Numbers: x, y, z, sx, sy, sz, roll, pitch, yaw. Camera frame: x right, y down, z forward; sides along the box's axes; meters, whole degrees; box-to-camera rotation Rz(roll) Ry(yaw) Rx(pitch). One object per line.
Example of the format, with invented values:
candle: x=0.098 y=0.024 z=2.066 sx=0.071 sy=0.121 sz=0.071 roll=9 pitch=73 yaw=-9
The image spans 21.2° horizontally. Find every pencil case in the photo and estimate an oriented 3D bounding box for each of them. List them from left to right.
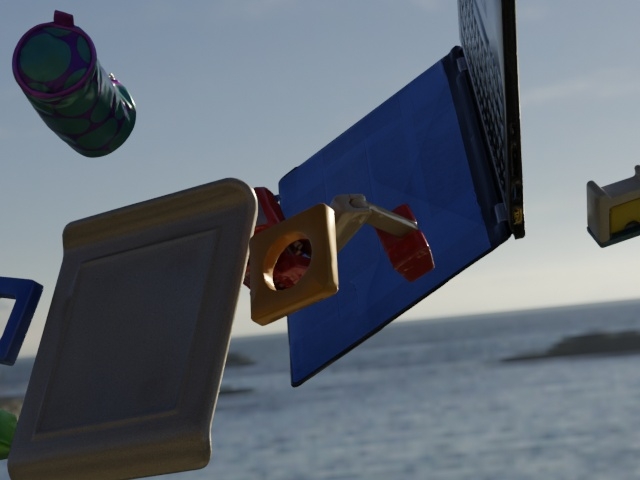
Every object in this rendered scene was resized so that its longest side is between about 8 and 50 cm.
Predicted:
pencil case: x=-0.189 y=-0.117 z=1.321 sx=0.064 sy=0.070 sz=0.151 roll=17 pitch=-11 yaw=9

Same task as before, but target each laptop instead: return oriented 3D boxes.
laptop: x=0.058 y=-0.140 z=1.682 sx=0.236 sy=0.408 sz=0.382 roll=-7 pitch=34 yaw=0

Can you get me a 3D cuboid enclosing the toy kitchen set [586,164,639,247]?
toy kitchen set: x=0.395 y=0.008 z=1.793 sx=0.166 sy=0.122 sz=0.207 roll=-19 pitch=30 yaw=-7

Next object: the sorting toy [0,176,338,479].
sorting toy: x=-0.116 y=0.068 z=1.130 sx=0.348 sy=0.196 sz=0.047 roll=-14 pitch=-33 yaw=38

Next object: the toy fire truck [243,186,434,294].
toy fire truck: x=0.000 y=0.000 z=1.336 sx=0.135 sy=0.047 sz=0.192 roll=-29 pitch=-29 yaw=10
